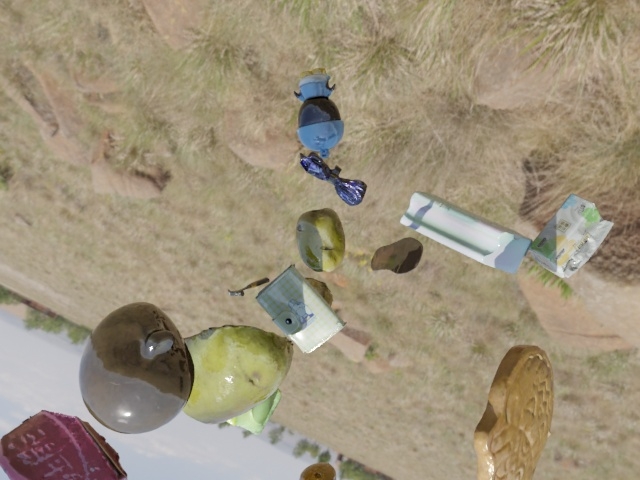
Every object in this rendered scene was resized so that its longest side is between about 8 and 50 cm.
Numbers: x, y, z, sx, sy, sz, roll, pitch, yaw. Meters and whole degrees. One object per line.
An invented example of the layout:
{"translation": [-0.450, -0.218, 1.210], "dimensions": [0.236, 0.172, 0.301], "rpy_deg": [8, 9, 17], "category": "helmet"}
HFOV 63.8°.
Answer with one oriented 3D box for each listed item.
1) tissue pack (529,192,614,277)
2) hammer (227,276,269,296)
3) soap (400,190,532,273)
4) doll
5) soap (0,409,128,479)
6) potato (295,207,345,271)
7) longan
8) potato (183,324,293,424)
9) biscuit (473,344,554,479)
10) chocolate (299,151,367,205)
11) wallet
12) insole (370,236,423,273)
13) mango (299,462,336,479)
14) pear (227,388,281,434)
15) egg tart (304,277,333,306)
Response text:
{"translation": [0.817, -0.002, 1.663], "dimensions": [0.159, 0.229, 0.145], "rpy_deg": [36, -176, -40], "category": "tissue pack"}
{"translation": [-0.248, 0.161, 1.799], "dimensions": [0.078, 0.021, 0.201], "rpy_deg": [-2, -171, 30], "category": "hammer"}
{"translation": [0.434, -0.027, 1.524], "dimensions": [0.346, 0.115, 0.208], "rpy_deg": [29, -165, 25], "category": "soap"}
{"translation": [-0.005, -0.452, 1.851], "dimensions": [0.177, 0.315, 0.141], "rpy_deg": [-6, -177, 22], "category": "doll"}
{"translation": [-0.677, 0.582, 1.354], "dimensions": [0.324, 0.220, 0.127], "rpy_deg": [42, 153, 18], "category": "soap"}
{"translation": [0.002, 0.000, 1.611], "dimensions": [0.154, 0.201, 0.137], "rpy_deg": [-6, -178, -2], "category": "potato"}
{"translation": [-0.410, 0.284, 1.155], "dimensions": [0.243, 0.301, 0.300], "rpy_deg": [-9, -172, -44], "category": "longan"}
{"translation": [-0.224, 0.363, 1.372], "dimensions": [0.329, 0.213, 0.280], "rpy_deg": [14, 149, -24], "category": "potato"}
{"translation": [0.492, 0.450, 1.259], "dimensions": [0.062, 0.365, 0.385], "rpy_deg": [11, 148, 44], "category": "biscuit"}
{"translation": [0.042, -0.286, 2.271], "dimensions": [0.343, 0.149, 0.126], "rpy_deg": [32, 147, -18], "category": "chocolate"}
{"translation": [-0.081, 0.268, 1.979], "dimensions": [0.310, 0.223, 0.077], "rpy_deg": [49, -169, -2], "category": "wallet"}
{"translation": [0.218, 0.047, 1.505], "dimensions": [0.007, 0.111, 0.327], "rpy_deg": [22, 169, -15], "category": "insole"}
{"translation": [0.003, 0.860, 1.808], "dimensions": [0.151, 0.156, 0.249], "rpy_deg": [28, 165, 29], "category": "mango"}
{"translation": [-0.299, 0.496, 1.732], "dimensions": [0.286, 0.176, 0.282], "rpy_deg": [22, 165, 38], "category": "pear"}
{"translation": [-0.084, 0.256, 2.215], "dimensions": [0.278, 0.279, 0.095], "rpy_deg": [16, 145, 22], "category": "egg tart"}
